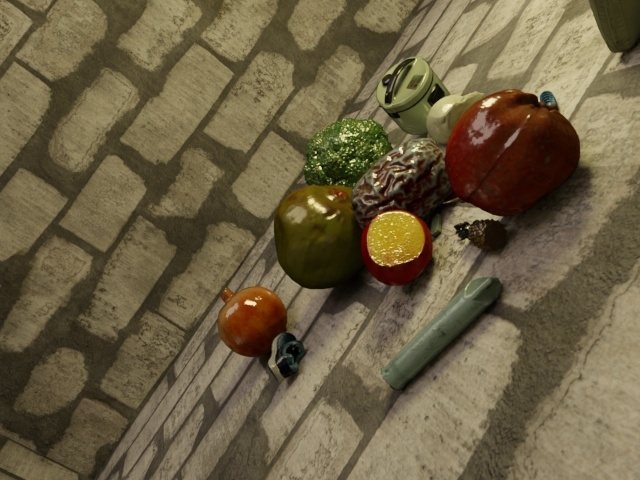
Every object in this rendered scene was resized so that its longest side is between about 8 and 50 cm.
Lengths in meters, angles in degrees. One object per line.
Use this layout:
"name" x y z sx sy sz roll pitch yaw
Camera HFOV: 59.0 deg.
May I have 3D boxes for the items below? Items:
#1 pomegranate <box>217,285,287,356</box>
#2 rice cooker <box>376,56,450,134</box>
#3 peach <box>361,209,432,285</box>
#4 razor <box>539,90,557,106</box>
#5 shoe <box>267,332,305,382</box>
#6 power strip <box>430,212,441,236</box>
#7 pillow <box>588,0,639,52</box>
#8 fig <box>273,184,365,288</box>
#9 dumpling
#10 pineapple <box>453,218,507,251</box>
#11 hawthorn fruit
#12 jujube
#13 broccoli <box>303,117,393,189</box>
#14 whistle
"pomegranate" -0.257 0.277 2.033 0.252 0.270 0.229 -50 6 -11
"rice cooker" 0.324 -0.504 1.966 0.226 0.244 0.225 -26 46 31
"peach" 0.188 0.017 1.427 0.190 0.190 0.192 -51 -6 13
"razor" 0.536 -0.283 1.309 0.082 0.042 0.253 -44 18 38
"shoe" -0.096 0.355 1.770 0.106 0.091 0.207 -27 18 12
"power strip" 0.309 -0.043 1.509 0.027 0.017 0.083 -40 21 39
"pillow" 0.629 -0.593 1.190 0.120 0.322 0.255 4 57 46
"fig" 0.012 0.000 1.771 0.343 0.343 0.343 -49 17 20
"dumpling" 0.420 -0.385 1.761 0.179 0.131 0.252 -38 -9 -12
"pineapple" 0.347 -0.016 1.255 0.074 0.074 0.159 -55 13 -1
"hawthorn fruit" 0.390 -0.177 1.164 0.258 0.259 0.261 -151 78 -74
"jujube" 0.232 -0.147 1.580 0.317 0.226 0.226 -36 21 17
"broccoli" 0.103 -0.315 2.195 0.310 0.321 0.413 135 147 -58
"whistle" 0.243 0.185 1.149 0.312 0.062 0.062 -49 16 19
